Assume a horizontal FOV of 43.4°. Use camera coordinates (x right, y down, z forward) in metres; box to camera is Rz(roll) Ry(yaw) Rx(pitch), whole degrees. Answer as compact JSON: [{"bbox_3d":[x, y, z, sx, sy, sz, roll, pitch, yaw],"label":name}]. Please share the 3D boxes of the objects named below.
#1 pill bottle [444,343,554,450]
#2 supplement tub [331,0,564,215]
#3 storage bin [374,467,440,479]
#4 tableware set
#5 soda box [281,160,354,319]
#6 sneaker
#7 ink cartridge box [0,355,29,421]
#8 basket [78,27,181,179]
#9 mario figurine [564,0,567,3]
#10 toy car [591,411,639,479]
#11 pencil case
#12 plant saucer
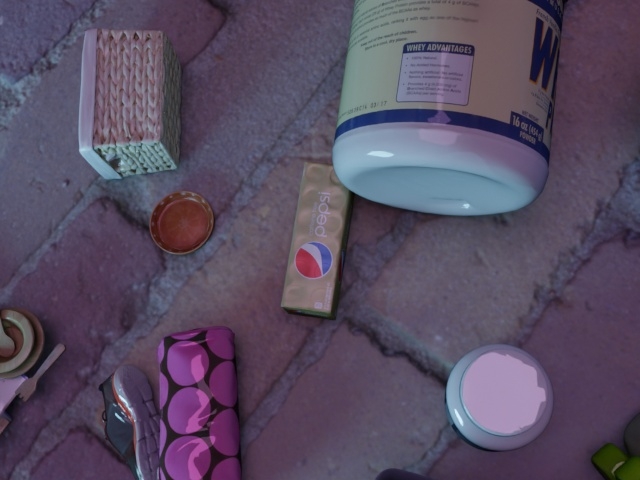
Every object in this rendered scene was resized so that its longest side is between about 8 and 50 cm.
[{"bbox_3d":[0.183,0.164,0.834,0.108,0.180,0.108,-2,76,7],"label":"pill bottle"},{"bbox_3d":[0.147,-0.209,0.903,0.235,0.235,0.325,7,79,9],"label":"supplement tub"},{"bbox_3d":[0.077,0.304,0.777,0.098,0.091,0.135,16,58,-6],"label":"storage bin"},{"bbox_3d":[-0.407,0.161,0.945,0.128,0.039,0.194,34,81,13],"label":"tableware set"},{"bbox_3d":[0.000,0.000,0.967,0.061,0.058,0.181,7,77,10],"label":"soda box"},{"bbox_3d":[-0.220,0.229,0.947,0.065,0.061,0.158,-29,70,28],"label":"sneaker"},{"bbox_3d":[-0.487,0.190,0.989,0.206,0.045,0.208,38,83,14],"label":"ink cartridge box"},{"bbox_3d":[-0.236,-0.172,1.018,0.103,0.113,0.167,-2,75,3],"label":"basket"},{"bbox_3d":[0.414,-0.407,1.007,0.320,0.170,0.198,-22,110,12],"label":"mario figurine"},{"bbox_3d":[0.404,0.251,0.810,0.155,0.149,0.188,-40,86,-1],"label":"toy car"},{"bbox_3d":[-0.142,0.204,0.916,0.098,0.095,0.209,-5,72,7],"label":"pencil case"},{"bbox_3d":[-0.175,-0.022,1.019,0.083,0.013,0.083,-2,76,7],"label":"plant saucer"}]
